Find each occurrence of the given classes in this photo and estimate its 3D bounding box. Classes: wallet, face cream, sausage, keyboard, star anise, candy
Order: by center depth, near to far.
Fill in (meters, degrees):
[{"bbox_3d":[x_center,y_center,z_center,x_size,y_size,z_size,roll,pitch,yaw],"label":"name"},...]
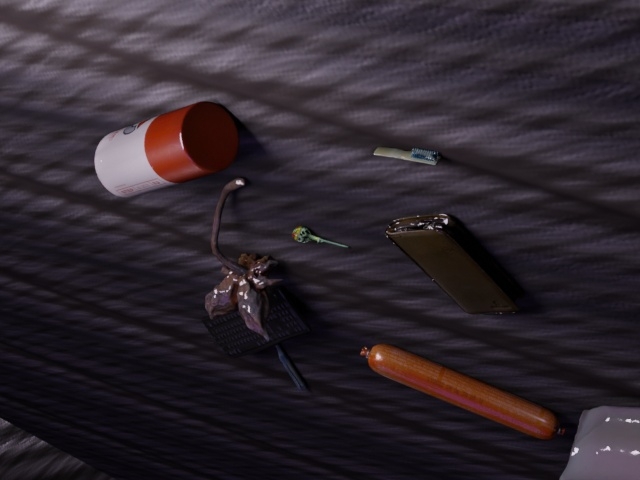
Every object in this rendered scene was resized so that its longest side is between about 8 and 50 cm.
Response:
[{"bbox_3d":[-0.207,-0.119,1.576,0.096,0.096,0.214,41,149,-28],"label":"face cream"},{"bbox_3d":[0.184,0.035,1.592,0.110,0.031,0.198,-7,140,45],"label":"wallet"},{"bbox_3d":[0.000,0.000,1.701,0.083,0.025,0.023,17,-164,0],"label":"candy"},{"bbox_3d":[-0.132,0.031,1.747,0.218,0.148,0.227,-36,139,13],"label":"star anise"},{"bbox_3d":[0.227,0.242,1.901,0.348,0.053,0.053,22,153,7],"label":"sausage"},{"bbox_3d":[-0.140,0.153,2.066,0.103,0.041,0.381,54,151,-8],"label":"keyboard"}]

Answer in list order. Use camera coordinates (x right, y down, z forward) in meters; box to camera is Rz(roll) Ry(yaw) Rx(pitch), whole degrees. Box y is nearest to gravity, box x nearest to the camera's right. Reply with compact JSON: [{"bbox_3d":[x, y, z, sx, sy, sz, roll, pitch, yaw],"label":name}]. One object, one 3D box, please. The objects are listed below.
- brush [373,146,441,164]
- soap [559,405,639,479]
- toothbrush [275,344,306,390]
[{"bbox_3d":[0.104,-0.105,1.424,0.084,0.016,0.013,10,137,26],"label":"brush"},{"bbox_3d":[0.593,0.404,1.707,0.435,0.213,0.350,-5,138,45],"label":"soap"},{"bbox_3d":[-0.067,0.217,2.149,0.019,0.016,0.219,11,150,29],"label":"toothbrush"}]
